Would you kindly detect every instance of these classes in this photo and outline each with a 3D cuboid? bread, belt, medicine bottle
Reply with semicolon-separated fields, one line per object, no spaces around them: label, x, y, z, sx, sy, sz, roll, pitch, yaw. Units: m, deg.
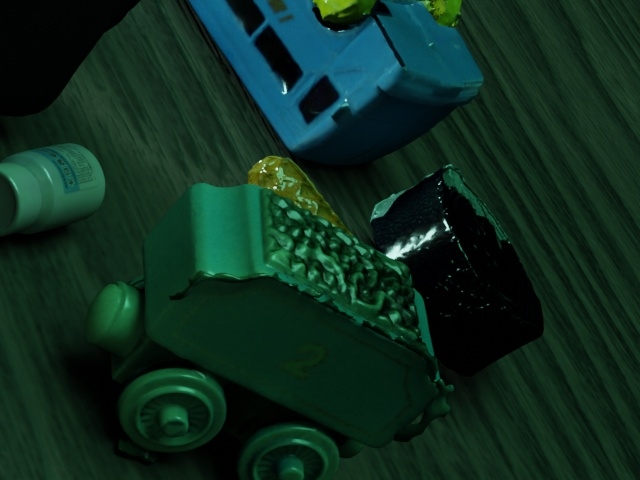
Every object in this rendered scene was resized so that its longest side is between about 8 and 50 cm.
bread;0.000;0.000;1.303;0.157;0.044;0.052;52;22;13
belt;0.103;0.020;1.342;0.151;0.078;0.198;55;15;-11
medicine bottle;-0.180;-0.031;1.102;0.052;0.052;0.089;50;29;12

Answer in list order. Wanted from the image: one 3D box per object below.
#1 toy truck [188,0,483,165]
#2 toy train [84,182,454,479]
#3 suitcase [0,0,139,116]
toy truck;-0.023;-0.238;1.480;0.161;0.162;0.385;-3;53;-54
toy train;-0.032;0.062;1.050;0.203;0.163;0.112;27;30;-29
suitcase;-0.220;-0.252;1.039;0.339;0.345;0.188;14;36;-40
